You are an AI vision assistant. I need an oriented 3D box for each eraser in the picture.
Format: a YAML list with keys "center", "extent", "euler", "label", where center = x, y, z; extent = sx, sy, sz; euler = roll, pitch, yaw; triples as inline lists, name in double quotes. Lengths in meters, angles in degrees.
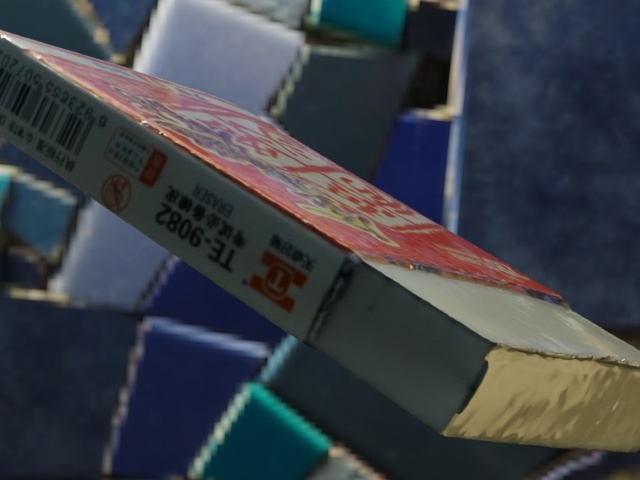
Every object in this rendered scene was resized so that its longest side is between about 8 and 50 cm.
- center: [0.000, 0.000, 0.684]
  extent: [0.230, 0.157, 0.038]
  euler: [33, 100, 30]
  label: "eraser"
